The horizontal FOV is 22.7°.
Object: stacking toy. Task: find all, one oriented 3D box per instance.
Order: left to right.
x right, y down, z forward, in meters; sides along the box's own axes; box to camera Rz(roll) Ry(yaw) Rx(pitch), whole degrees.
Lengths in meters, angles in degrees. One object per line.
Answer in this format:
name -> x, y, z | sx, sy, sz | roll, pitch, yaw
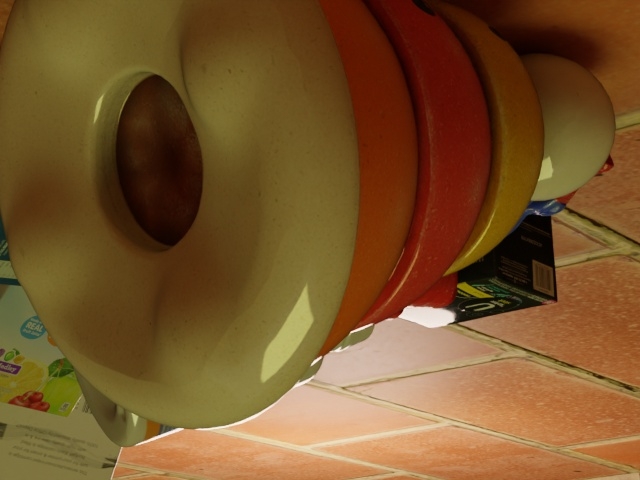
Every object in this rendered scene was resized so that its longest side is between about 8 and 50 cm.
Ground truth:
stacking toy -> 0.038, -0.076, 1.153 | 0.480, 0.350, 0.351 | -10, 172, -43

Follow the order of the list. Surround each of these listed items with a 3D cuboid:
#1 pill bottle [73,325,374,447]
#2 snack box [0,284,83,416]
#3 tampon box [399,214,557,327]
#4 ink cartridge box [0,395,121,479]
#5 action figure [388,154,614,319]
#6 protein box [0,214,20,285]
pill bottle -> -0.090, 0.083, 1.514 | 0.272, 0.152, 0.152 | -19, 170, -25
snack box -> -0.275, 0.065, 1.597 | 0.070, 0.207, 0.174 | 40, -169, 38
tampon box -> 0.140, 0.019, 1.620 | 0.161, 0.101, 0.120 | -16, 157, 37
ink cartridge box -> -0.308, 0.214, 1.821 | 0.159, 0.218, 0.092 | 18, -178, -19
action figure -> 0.130, -0.036, 1.485 | 0.091, 0.139, 0.280 | 7, 138, -44
protein box -> -0.240, -0.052, 1.327 | 0.201, 0.136, 0.200 | 6, 160, -22
